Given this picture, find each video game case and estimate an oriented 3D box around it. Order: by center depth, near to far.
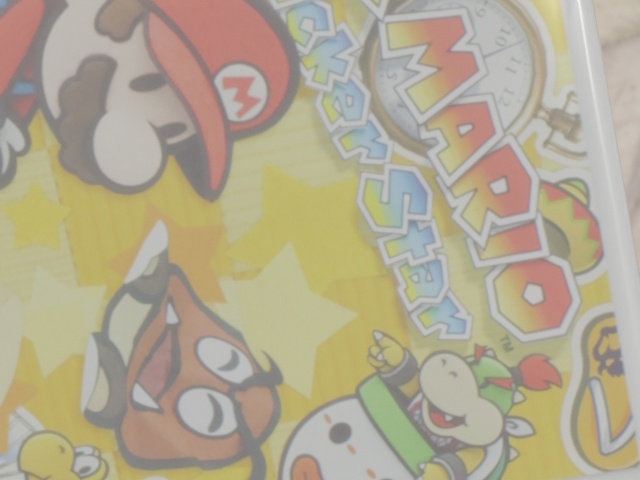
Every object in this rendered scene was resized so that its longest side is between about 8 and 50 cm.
[{"bbox_3d":[-0.037,-0.013,0.354,0.026,0.206,0.227,-63,142,-80],"label":"video game case"}]
